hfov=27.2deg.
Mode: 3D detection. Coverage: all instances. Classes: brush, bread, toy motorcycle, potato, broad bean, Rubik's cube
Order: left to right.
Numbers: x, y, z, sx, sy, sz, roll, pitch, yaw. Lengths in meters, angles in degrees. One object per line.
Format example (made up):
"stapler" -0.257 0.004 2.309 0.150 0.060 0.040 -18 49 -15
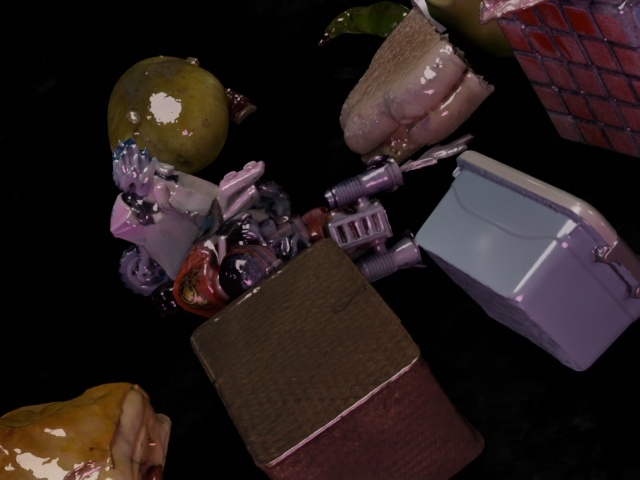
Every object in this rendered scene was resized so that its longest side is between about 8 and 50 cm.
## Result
"bread" -0.351 0.296 1.363 0.370 0.191 0.314 -20 33 20
"potato" -0.225 -0.181 1.931 0.197 0.148 0.228 -20 39 14
"toy motorcycle" -0.177 -0.051 1.658 0.239 0.204 0.108 -32 20 -2
"brush" -0.174 -0.227 2.053 0.043 0.036 0.248 -38 31 -14
"toy motorcycle" 0.000 0.000 1.473 0.401 0.134 0.207 -20 0 -5
"broad bean" 0.075 -0.321 1.938 0.195 0.046 0.061 -4 54 47
"bread" 0.107 -0.177 1.615 0.183 0.102 0.337 -49 12 12
"Rubik's cube" 0.354 -0.244 1.387 0.237 0.237 0.238 -46 35 -13

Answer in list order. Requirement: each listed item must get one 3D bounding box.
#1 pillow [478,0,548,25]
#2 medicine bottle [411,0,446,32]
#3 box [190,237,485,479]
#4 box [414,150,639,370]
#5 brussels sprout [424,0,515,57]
"pillow" 0.266 -0.281 1.257 0.248 0.049 0.135 -10 38 31
"medicine bottle" 0.218 -0.361 1.837 0.183 0.069 0.119 -33 32 1
"box" 0.010 0.142 1.278 0.184 0.143 0.273 -37 31 -2
"box" 0.206 0.015 1.260 0.130 0.162 0.227 -50 33 -5
"brussels sprout" 0.224 -0.387 1.585 0.281 0.355 0.289 -30 40 27
